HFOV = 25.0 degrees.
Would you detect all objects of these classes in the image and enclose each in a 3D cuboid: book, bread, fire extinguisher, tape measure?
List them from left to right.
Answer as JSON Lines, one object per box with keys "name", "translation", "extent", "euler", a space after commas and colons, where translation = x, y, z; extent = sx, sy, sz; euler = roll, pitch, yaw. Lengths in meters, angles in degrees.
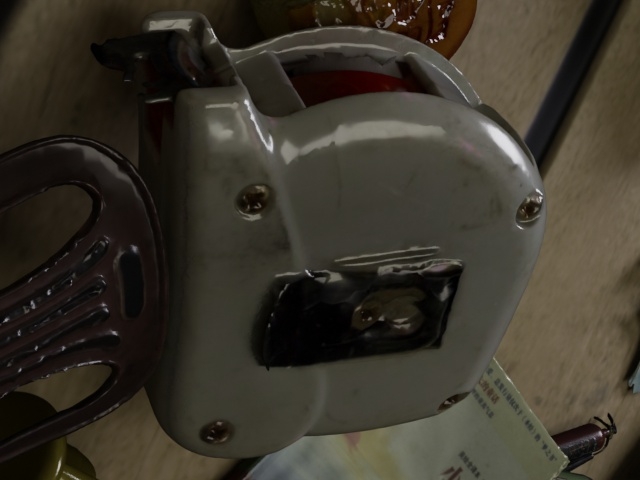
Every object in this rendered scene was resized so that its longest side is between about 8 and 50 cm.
{"name": "tape measure", "translation": [0.000, 0.000, 0.849], "extent": [0.265, 0.130, 0.258], "euler": [-5, 125, -17]}
{"name": "book", "translation": [0.036, 0.194, 1.054], "extent": [0.289, 0.026, 0.201], "euler": [-44, 113, -16]}
{"name": "bread", "translation": [0.039, -0.158, 0.895], "extent": [0.156, 0.086, 0.125], "euler": [-54, 135, -6]}
{"name": "fire extinguisher", "translation": [0.215, 0.180, 1.223], "extent": [0.100, 0.032, 0.046], "euler": [-12, 105, -29]}

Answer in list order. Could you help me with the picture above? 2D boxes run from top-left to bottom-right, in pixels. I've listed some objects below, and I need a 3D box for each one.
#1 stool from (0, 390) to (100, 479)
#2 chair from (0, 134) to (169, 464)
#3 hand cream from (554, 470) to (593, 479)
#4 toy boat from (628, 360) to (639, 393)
{"name": "stool", "translation": [-0.173, 0.162, 0.841], "extent": [0.110, 0.134, 0.135], "euler": [55, 26, -42]}
{"name": "chair", "translation": [-0.248, 0.058, 0.695], "extent": [0.326, 0.183, 0.176], "euler": [-34, 131, -47]}
{"name": "hand cream", "translation": [0.132, 0.205, 1.144], "extent": [0.235, 0.055, 0.086], "euler": [13, 95, -30]}
{"name": "toy boat", "translation": [0.316, 0.062, 1.254], "extent": [0.105, 0.034, 0.149], "euler": [-15, 117, -33]}
